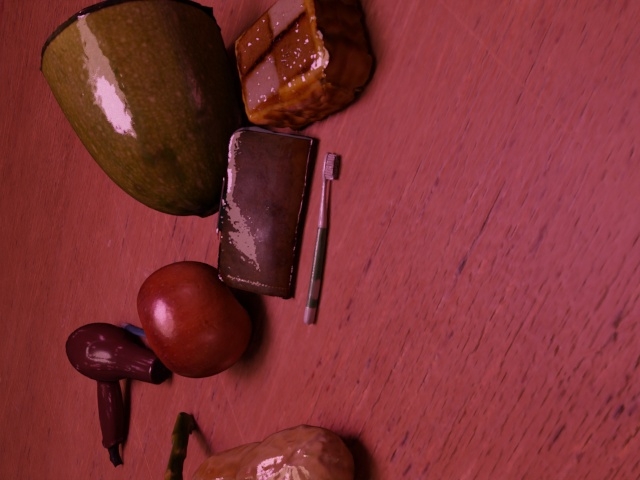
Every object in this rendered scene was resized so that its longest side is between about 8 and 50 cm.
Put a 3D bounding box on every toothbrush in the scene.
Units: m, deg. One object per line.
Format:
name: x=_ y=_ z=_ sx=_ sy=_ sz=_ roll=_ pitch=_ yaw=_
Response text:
toothbrush: x=-0.353 y=0.200 z=1.459 sx=0.276 sy=0.019 sz=0.025 roll=3 pitch=101 yaw=51
toothbrush: x=0.000 y=0.000 z=1.025 sx=0.024 sy=0.018 sz=0.257 roll=18 pitch=103 yaw=43

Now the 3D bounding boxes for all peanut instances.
peanut: x=-0.074 y=0.346 z=1.015 sx=0.305 sy=0.147 sz=0.147 roll=-28 pitch=68 yaw=48

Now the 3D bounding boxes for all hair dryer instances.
hair dryer: x=-0.426 y=0.354 z=1.510 sx=0.313 sy=0.123 sz=0.340 roll=12 pitch=110 yaw=40

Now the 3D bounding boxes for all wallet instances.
wallet: x=-0.091 y=-0.044 z=1.074 sx=0.137 sy=0.031 sz=0.255 roll=12 pitch=103 yaw=12

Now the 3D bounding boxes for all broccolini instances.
broccolini: x=-0.216 y=0.401 z=1.156 sx=0.079 sy=0.074 sz=0.392 roll=-44 pitch=17 yaw=9

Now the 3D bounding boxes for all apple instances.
apple: x=-0.204 y=0.126 z=1.157 sx=0.201 sy=0.162 sz=0.201 roll=156 pitch=90 yaw=-86

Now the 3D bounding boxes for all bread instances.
bread: x=-0.033 y=-0.260 z=1.006 sx=0.222 sy=0.096 sz=0.181 roll=-24 pitch=69 yaw=49

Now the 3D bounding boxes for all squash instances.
squash: x=-0.267 y=-0.178 z=1.135 sx=0.310 sy=0.310 sz=0.309 roll=-33 pitch=68 yaw=46
